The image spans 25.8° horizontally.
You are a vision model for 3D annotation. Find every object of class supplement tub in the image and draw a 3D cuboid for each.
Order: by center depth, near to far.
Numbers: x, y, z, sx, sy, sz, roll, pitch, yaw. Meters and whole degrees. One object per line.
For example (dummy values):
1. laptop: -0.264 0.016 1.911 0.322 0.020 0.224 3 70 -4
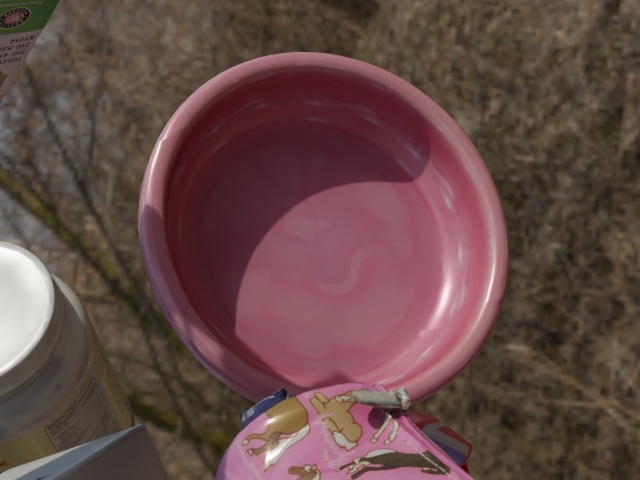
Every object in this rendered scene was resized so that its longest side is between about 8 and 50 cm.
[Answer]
1. supplement tub: -0.363 0.173 1.641 0.325 0.235 0.235 77 -169 -52

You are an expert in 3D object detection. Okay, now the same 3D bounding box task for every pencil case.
1. pencil case: 0.073 0.227 0.862 0.386 0.160 0.167 38 137 55

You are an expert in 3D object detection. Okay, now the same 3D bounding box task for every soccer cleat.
1. soccer cleat: 0.105 0.249 1.380 0.083 0.095 0.248 -57 -25 -30

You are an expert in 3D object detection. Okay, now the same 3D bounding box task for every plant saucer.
1. plant saucer: 0.000 0.000 1.223 0.084 0.332 0.332 133 143 -62

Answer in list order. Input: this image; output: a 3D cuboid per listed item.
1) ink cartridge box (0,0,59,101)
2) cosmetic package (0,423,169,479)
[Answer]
1. ink cartridge box: -0.287 -0.128 0.929 0.092 0.160 0.219 57 134 18
2. cosmetic package: -0.199 0.270 1.119 0.151 0.151 0.183 -26 -86 -62
